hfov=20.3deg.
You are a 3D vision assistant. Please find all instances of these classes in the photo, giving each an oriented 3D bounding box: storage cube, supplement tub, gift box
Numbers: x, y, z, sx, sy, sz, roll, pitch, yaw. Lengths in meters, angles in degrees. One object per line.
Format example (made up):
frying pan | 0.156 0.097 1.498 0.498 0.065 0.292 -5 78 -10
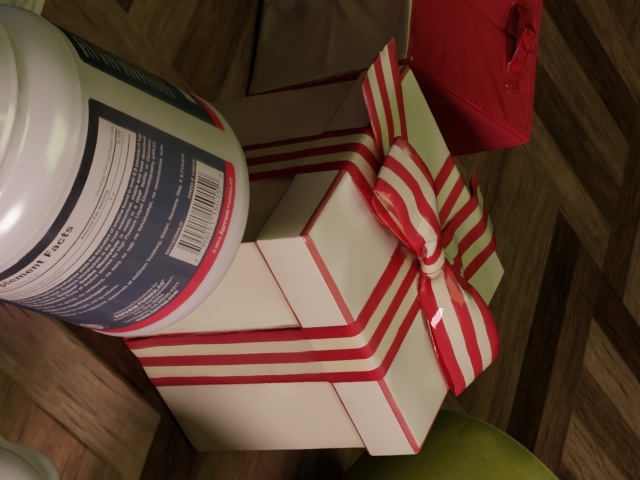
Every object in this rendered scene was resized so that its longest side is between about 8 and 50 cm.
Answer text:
storage cube | 0.073 -0.194 1.648 0.193 0.215 0.184 27 64 -46
supplement tub | -0.195 -0.049 1.230 0.272 0.191 0.191 24 65 -53
gift box | 0.000 0.000 1.459 0.255 0.258 0.276 59 42 -34

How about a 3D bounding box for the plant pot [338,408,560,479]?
plant pot | 0.056 0.335 1.523 0.293 0.275 0.275 -34 114 -37

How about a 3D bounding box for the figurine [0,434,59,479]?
figurine | -0.285 0.185 1.160 0.209 0.092 0.215 49 46 -36

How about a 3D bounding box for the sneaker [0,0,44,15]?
sneaker | -0.236 -0.232 1.313 0.115 0.090 0.232 89 3 -56
